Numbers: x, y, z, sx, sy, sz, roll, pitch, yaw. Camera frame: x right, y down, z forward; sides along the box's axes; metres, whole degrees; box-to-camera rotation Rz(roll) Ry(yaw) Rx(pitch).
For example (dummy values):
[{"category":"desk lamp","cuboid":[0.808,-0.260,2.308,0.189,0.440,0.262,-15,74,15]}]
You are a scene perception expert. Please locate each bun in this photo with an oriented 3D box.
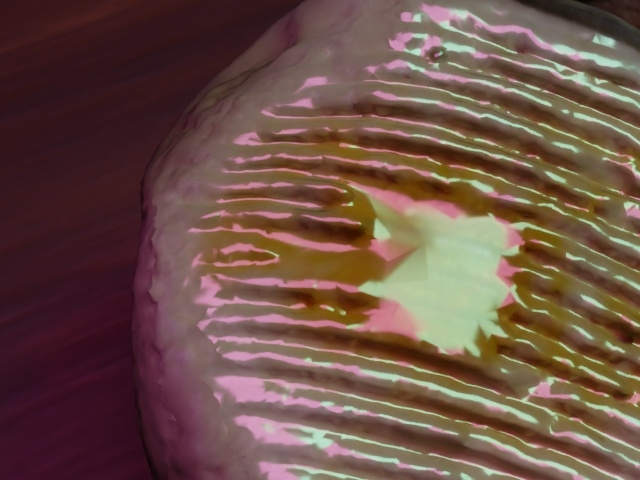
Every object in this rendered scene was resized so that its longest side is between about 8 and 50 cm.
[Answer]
[{"category":"bun","cuboid":[0.056,0.033,0.468,0.244,0.153,0.244,1,76,-5]}]

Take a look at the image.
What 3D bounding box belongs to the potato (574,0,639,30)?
[{"category":"potato","cuboid":[0.131,-0.089,0.627,0.172,0.089,0.100,-12,26,20]}]
